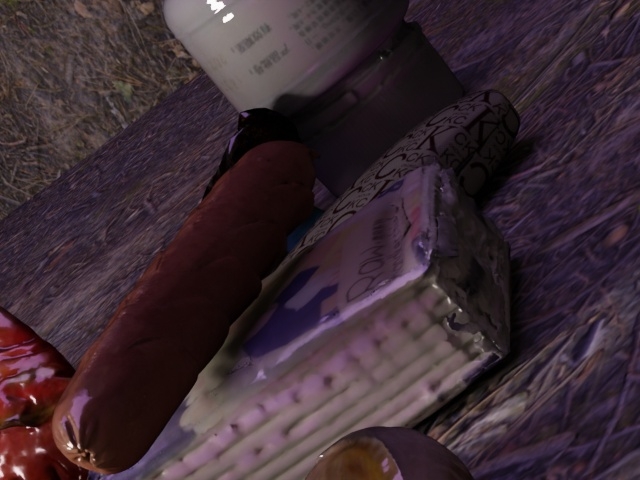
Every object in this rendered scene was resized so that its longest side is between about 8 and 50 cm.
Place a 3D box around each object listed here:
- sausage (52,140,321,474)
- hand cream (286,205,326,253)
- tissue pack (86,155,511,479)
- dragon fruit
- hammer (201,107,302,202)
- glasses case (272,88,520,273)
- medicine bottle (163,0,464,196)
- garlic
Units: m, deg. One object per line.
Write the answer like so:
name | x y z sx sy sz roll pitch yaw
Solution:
sausage | -0.095 0.037 1.463 0.088 0.088 0.433 -32 15 36
hand cream | 0.000 0.000 2.010 0.083 0.048 0.224 -42 19 -2
tissue pack | -0.009 0.098 1.492 0.343 0.125 0.242 -35 14 16
dragon fruit | -0.326 0.199 1.763 0.228 0.286 0.329 -32 18 -25
hammer | -0.163 0.055 2.085 0.409 0.095 0.242 -53 -4 -17
glasses case | 0.057 -0.014 1.763 0.355 0.085 0.137 -47 15 -26
medicine bottle | -0.004 -0.224 2.165 0.241 0.302 0.241 -38 13 10
garlic | 0.037 0.169 1.212 0.195 0.087 0.101 -14 42 59
